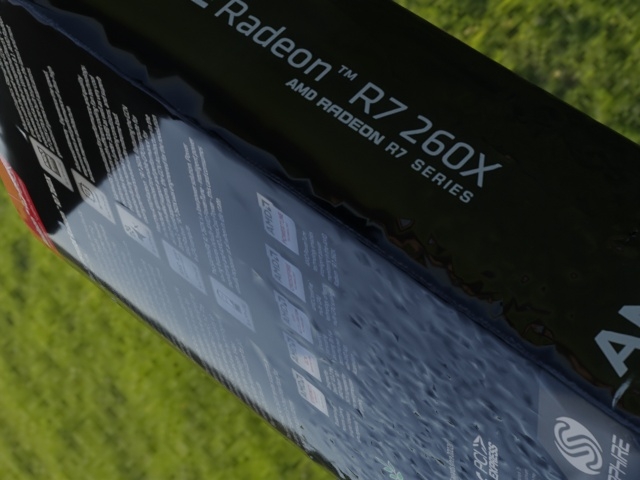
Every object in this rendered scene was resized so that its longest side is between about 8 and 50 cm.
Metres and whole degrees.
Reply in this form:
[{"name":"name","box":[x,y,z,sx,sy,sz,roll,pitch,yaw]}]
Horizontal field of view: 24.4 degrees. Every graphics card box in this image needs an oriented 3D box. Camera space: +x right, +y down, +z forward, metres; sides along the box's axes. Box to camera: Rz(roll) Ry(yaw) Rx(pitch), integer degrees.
[{"name":"graphics card box","box":[0.000,0.000,0.594,0.371,0.094,0.233,36,156,28]}]
